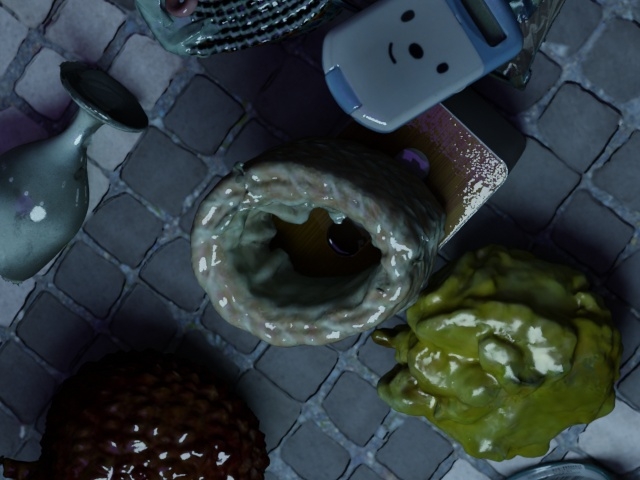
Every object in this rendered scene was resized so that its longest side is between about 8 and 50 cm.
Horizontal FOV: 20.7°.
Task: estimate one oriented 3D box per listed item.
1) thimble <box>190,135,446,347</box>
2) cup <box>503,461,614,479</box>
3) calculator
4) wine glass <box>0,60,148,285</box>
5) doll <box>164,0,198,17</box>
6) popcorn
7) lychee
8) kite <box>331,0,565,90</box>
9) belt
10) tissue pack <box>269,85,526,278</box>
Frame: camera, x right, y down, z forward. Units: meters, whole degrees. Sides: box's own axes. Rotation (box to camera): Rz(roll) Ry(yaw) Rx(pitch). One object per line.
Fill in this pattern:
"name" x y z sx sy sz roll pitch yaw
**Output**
"thimble" -0.005 0.004 1.733 0.229 0.148 0.196 20 110 13
"cup" 0.265 0.354 1.894 0.299 0.167 0.173 -20 109 -5
"calculator" 0.102 -0.195 1.720 0.210 0.039 0.121 -31 89 -4
"wine glass" -0.302 -0.074 1.958 0.126 0.126 0.241 40 111 2
"doll" -0.130 -0.343 1.706 0.211 0.093 0.262 4 81 27
"popcorn" 0.184 0.113 1.839 0.266 0.192 0.233 -7 133 15
"lychee" -0.206 0.250 1.946 0.300 0.264 0.264 -5 105 -4
"kite" 0.164 -0.306 1.744 0.406 0.014 0.368 -22 123 -4
"belt" -0.080 -0.301 1.813 0.257 0.150 0.207 -9 94 17
"tissue pack" 0.076 -0.055 1.844 0.159 0.136 0.246 43 112 2
